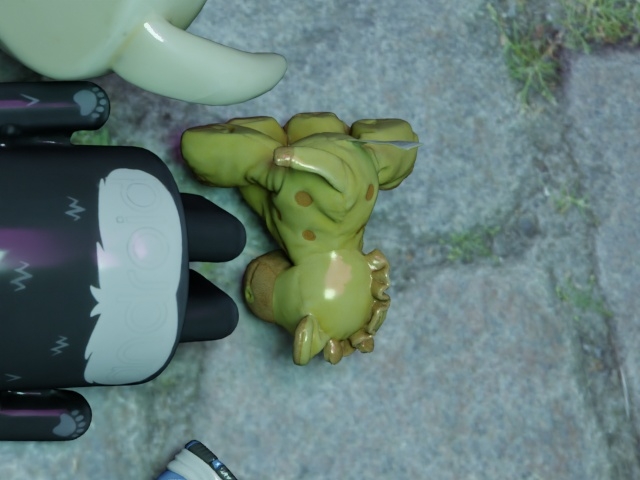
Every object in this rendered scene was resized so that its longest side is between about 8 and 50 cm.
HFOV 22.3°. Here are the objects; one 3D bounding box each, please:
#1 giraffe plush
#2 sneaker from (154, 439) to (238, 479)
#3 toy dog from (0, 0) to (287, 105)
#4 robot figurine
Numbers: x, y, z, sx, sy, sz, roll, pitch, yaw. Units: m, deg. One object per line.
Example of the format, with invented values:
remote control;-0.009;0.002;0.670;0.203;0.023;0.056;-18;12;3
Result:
giraffe plush;0.000;0.000;1.226;0.181;0.210;0.170;-7;104;-31
sneaker;-0.051;0.245;1.160;0.081;0.080;0.211;-40;89;-9
toy dog;-0.134;-0.305;1.159;0.395;0.284;0.408;32;37;4
robot figurine;-0.196;0.016;1.116;0.278;0.173;0.209;0;65;-24
